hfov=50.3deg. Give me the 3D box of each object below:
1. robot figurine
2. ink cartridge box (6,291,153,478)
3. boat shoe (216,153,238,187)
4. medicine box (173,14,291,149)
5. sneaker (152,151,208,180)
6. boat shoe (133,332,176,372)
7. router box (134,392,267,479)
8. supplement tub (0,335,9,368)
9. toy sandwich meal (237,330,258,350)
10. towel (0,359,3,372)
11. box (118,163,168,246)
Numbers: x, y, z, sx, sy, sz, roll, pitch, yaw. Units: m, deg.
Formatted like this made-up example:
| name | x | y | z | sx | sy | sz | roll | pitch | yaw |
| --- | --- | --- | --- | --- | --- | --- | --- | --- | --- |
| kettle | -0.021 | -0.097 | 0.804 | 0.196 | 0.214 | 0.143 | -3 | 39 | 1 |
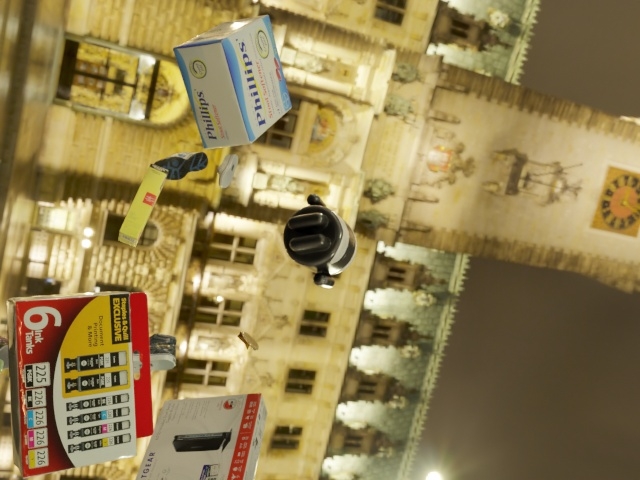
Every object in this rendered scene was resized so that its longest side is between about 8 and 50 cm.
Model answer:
| name | x | y | z | sx | sy | sz | roll | pitch | yaw |
| --- | --- | --- | --- | --- | --- | --- | --- | --- | --- |
| robot figurine | -0.002 | 0.002 | 1.865 | 0.209 | 0.173 | 0.278 | -58 | 160 | -1 |
| ink cartridge box | -0.436 | 0.254 | 1.292 | 0.130 | 0.271 | 0.310 | -5 | -92 | 58 |
| boat shoe | -0.225 | -0.163 | 1.602 | 0.035 | 0.035 | 0.100 | 64 | 34 | -50 |
| medicine box | -0.218 | -0.415 | 1.770 | 0.289 | 0.149 | 0.264 | -57 | 139 | -55 |
| sneaker | -0.471 | -0.245 | 2.242 | 0.081 | 0.211 | 0.080 | 9 | -72 | 39 |
| boat shoe | -0.451 | 0.282 | 1.709 | 0.083 | 0.183 | 0.065 | -94 | -175 | -46 |
| router box | -0.320 | 0.575 | 1.864 | 0.335 | 0.301 | 0.082 | -82 | 163 | -57 |
| supplement tub | -0.960 | 0.316 | 1.961 | 0.197 | 0.106 | 0.106 | 7 | -93 | 30 |
| toy sandwich meal | -0.234 | 0.326 | 2.196 | 0.029 | 0.085 | 0.085 | -43 | -151 | 5 |
| towel | -0.875 | 0.318 | 1.498 | 0.038 | 0.324 | 0.248 | -12 | 122 | -82 |
| box | -0.515 | -0.103 | 1.982 | 0.087 | 0.058 | 0.232 | -44 | -156 | 63 |
